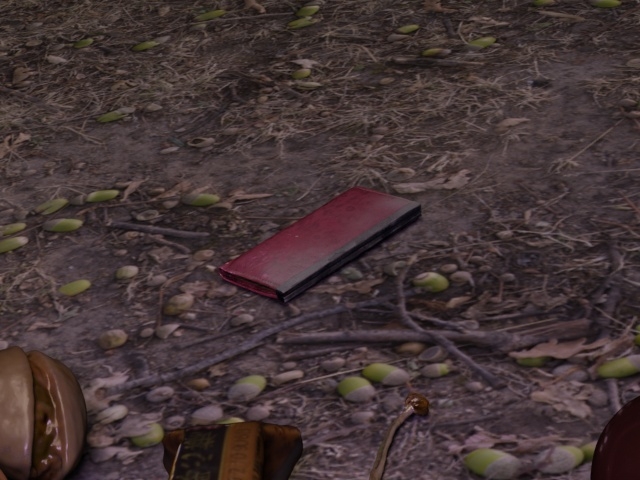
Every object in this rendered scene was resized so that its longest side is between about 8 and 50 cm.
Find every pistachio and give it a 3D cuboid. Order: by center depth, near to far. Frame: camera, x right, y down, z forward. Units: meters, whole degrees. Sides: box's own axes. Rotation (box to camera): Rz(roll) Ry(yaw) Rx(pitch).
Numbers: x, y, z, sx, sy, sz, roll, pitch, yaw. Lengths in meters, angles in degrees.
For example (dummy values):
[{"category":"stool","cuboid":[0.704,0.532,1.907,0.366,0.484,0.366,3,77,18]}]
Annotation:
[{"category":"pistachio","cuboid":[-0.289,0.171,1.424,0.124,0.124,0.185,-18,34,-13]}]

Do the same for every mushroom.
[{"category":"mushroom","cuboid":[0.049,0.222,1.298,0.026,0.028,0.286,36,36,-2]}]

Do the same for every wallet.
[{"category":"wallet","cuboid":[0.000,0.000,1.732,0.232,0.025,0.119,-31,34,-34]}]

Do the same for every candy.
[{"category":"candy","cuboid":[-0.091,0.252,1.211,0.143,0.101,0.271,-2,34,5]}]

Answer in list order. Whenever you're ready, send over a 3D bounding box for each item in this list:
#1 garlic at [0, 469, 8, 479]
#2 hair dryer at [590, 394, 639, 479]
[{"category":"garlic","cuboid":[-0.350,0.266,1.160,0.286,0.249,0.313,-3,44,-20]},{"category":"hair dryer","cuboid":[0.369,0.214,1.083,0.341,0.123,0.312,8,18,11]}]
